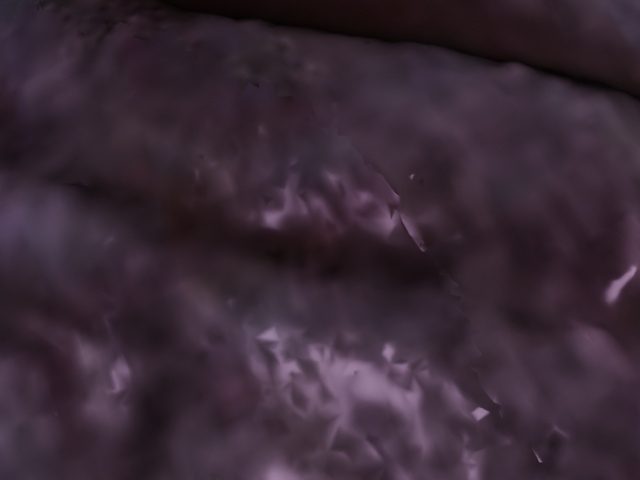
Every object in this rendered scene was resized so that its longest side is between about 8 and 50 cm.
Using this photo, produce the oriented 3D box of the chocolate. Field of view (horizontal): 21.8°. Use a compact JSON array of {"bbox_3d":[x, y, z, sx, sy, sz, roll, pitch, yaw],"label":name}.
[{"bbox_3d":[0.000,0.000,0.444,0.303,0.303,0.213,-25,92,12],"label":"chocolate"}]
